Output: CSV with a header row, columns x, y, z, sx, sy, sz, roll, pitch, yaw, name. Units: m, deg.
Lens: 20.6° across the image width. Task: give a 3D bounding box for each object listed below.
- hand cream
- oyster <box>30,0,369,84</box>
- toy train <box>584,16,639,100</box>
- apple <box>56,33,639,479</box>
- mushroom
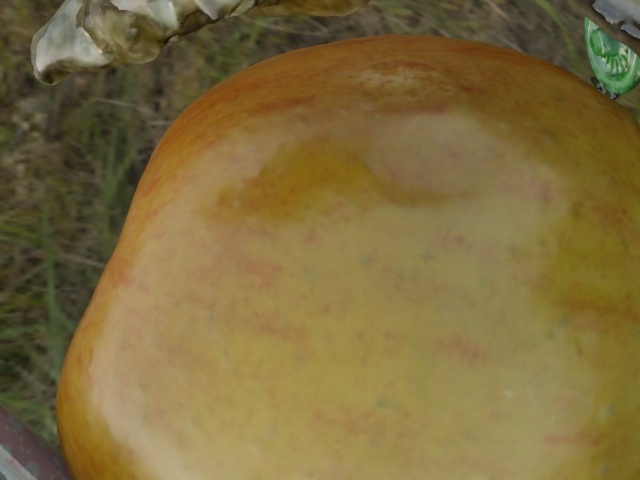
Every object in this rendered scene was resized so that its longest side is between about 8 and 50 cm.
x,y,z,sx,sy,sz,roll,pitch,yaw,name
-0.176,0.094,0.886,0.067,0.209,0.043,-10,44,45,hand cream
0.026,-0.208,0.649,0.204,0.111,0.396,27,107,23,oyster
0.299,-0.174,1.284,0.266,0.145,0.202,-130,36,-48,toy train
0.018,0.044,0.857,0.275,0.299,0.299,9,93,-6,apple
0.146,-0.140,0.928,0.060,0.061,0.187,-30,45,2,mushroom
